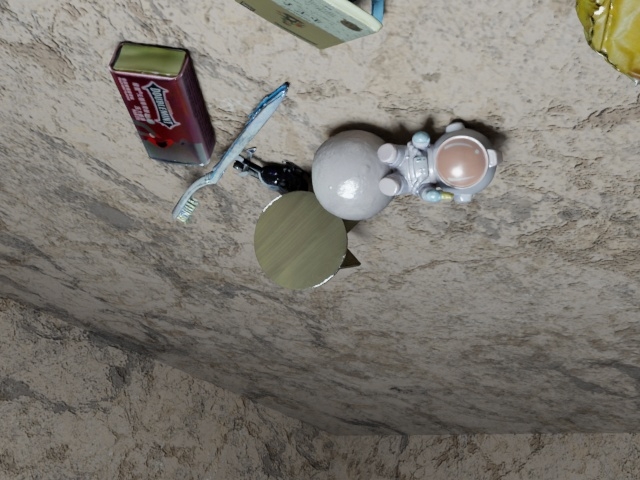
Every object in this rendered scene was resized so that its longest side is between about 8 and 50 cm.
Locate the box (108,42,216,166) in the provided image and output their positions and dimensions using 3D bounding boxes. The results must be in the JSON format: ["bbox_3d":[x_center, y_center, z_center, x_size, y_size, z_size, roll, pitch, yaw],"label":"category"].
[{"bbox_3d":[-0.246,-0.212,1.128,0.120,0.069,0.224,10,152,7],"label":"box"}]

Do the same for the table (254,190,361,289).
[{"bbox_3d":[0.000,0.000,1.286,0.167,0.167,0.227,3,-179,18],"label":"table"}]

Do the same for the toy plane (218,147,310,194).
[{"bbox_3d":[-0.089,-0.114,1.267,0.197,0.053,0.078,26,160,-33],"label":"toy plane"}]

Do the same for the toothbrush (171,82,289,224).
[{"bbox_3d":[-0.161,-0.138,1.199,0.042,0.035,0.413,31,138,-17],"label":"toothbrush"}]

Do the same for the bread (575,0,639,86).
[{"bbox_3d":[0.372,-0.265,0.666,0.228,0.142,0.253,15,156,-7],"label":"bread"}]

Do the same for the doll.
[{"bbox_3d":[0.134,-0.109,1.091,0.287,0.150,0.151,-5,149,19],"label":"doll"}]

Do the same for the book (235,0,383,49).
[{"bbox_3d":[-0.021,-0.277,0.852,0.139,0.016,0.199,25,180,-21],"label":"book"}]

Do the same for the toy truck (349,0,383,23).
[{"bbox_3d":[0.038,-0.302,0.837,0.074,0.063,0.136,-4,158,1],"label":"toy truck"}]
